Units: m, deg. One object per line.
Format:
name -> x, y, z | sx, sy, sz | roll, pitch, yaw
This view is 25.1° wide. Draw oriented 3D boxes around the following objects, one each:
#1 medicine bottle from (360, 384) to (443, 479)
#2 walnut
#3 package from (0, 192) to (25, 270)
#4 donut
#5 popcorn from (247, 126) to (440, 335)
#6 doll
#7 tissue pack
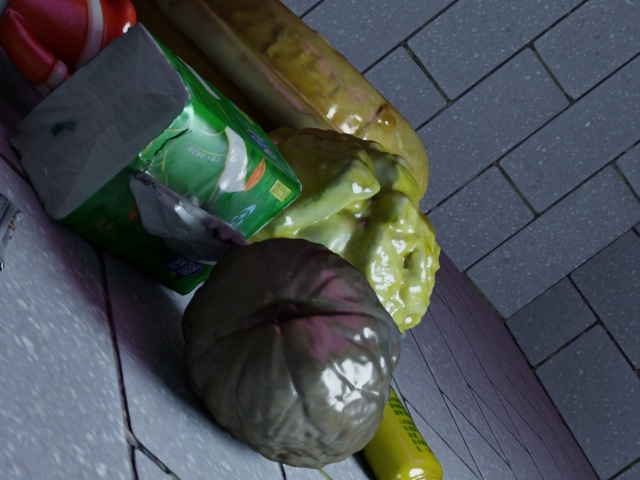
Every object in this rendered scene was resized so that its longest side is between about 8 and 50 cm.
medicine bottle -> 0.043, 0.160, 1.512 | 0.260, 0.064, 0.095 | 59, 8, 31
walnut -> -0.018, 0.093, 1.143 | 0.178, 0.178, 0.230 | 58, -2, 29
package -> -0.216, -0.011, 0.960 | 0.037, 0.015, 0.110 | 51, 10, -16
donut -> -0.061, -0.154, 1.665 | 0.449, 0.198, 0.449 | 45, 0, 0
popcorn -> 0.000, 0.000, 1.393 | 0.256, 0.255, 0.195 | 38, 50, -7
doll -> -0.261, -0.211, 1.152 | 0.336, 0.105, 0.200 | 27, 37, -51
tissue pack -> -0.118, -0.043, 1.176 | 0.156, 0.148, 0.209 | 56, 8, 28
